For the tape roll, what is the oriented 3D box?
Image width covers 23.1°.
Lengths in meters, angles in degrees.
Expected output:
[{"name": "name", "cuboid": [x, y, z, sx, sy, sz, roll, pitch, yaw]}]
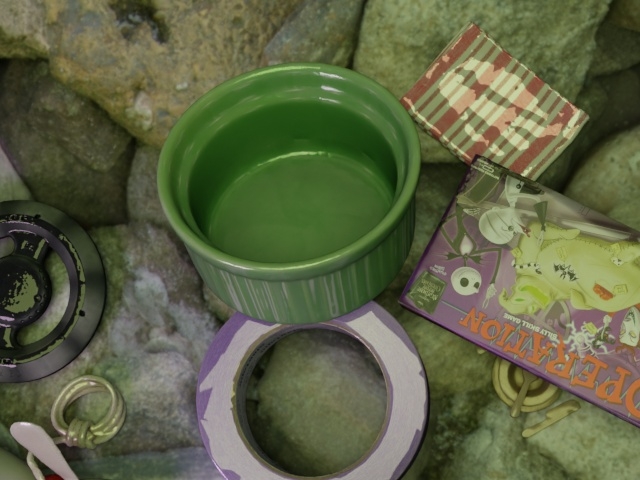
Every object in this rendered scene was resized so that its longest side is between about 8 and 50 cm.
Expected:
[{"name": "tape roll", "cuboid": [-0.007, 0.192, 1.868, 0.274, 0.090, 0.275, -1, 81, 7]}]

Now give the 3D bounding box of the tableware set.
[{"name": "tableware set", "cuboid": [0.296, 0.135, 1.869, 0.194, 0.039, 0.128, -29, 80, 1]}]

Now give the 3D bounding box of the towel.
[{"name": "towel", "cuboid": [0.212, -0.160, 1.928, 0.197, 0.029, 0.144, 41, 88, 10]}]

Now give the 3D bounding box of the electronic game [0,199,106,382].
[{"name": "electronic game", "cuboid": [-0.379, 0.063, 1.946, 0.229, 0.048, 0.229, -1, 81, 5]}]

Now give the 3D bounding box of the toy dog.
[{"name": "toy dog", "cuboid": [-0.389, 0.282, 1.858, 0.333, 0.161, 0.220, -10, 81, 5]}]

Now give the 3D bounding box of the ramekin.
[{"name": "ramekin", "cuboid": [-0.029, -0.048, 1.827, 0.303, 0.148, 0.303, -4, 54, 6]}]

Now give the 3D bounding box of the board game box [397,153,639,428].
[{"name": "board game box", "cuboid": [0.291, 0.063, 1.842, 0.346, 0.056, 0.208, 26, 88, 13]}]
